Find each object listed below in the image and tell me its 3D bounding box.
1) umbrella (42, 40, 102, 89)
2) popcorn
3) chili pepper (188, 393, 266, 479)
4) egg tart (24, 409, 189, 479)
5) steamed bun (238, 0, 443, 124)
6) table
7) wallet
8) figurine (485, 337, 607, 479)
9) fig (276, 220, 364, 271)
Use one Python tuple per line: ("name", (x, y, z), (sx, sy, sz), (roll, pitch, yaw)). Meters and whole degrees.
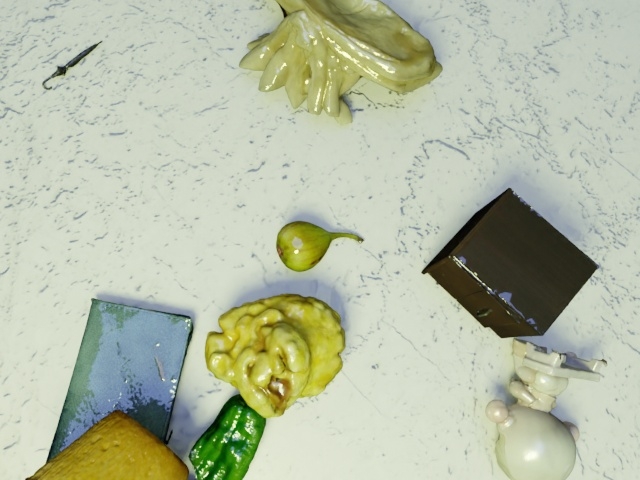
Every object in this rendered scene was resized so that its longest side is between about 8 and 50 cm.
("umbrella", (-0.491, -0.352, 1.047), (0.149, 0.022, 0.022), (-49, 126, -12))
("popcorn", (-0.070, 0.173, 0.859), (0.226, 0.203, 0.200), (25, 81, -2))
("chili pepper", (-0.174, 0.373, 0.871), (0.099, 0.083, 0.253), (35, 83, 6))
("egg tart", (-0.298, 0.361, 0.770), (0.215, 0.215, 0.171), (37, 60, 5))
("steamed bun", (0.001, -0.374, 1.017), (0.428, 0.189, 0.247), (38, 49, 4))
("table", (0.317, 0.053, 0.924), (0.193, 0.169, 0.172), (43, 79, 5))
("wallet", (-0.344, 0.299, 0.894), (0.190, 0.046, 0.379), (11, 76, -1))
("figurine", (0.376, 0.305, 0.893), (0.144, 0.182, 0.257), (7, 81, 42))
("fig", (-0.009, 0.009, 0.979), (0.166, 0.093, 0.093), (-4, 74, -44))
